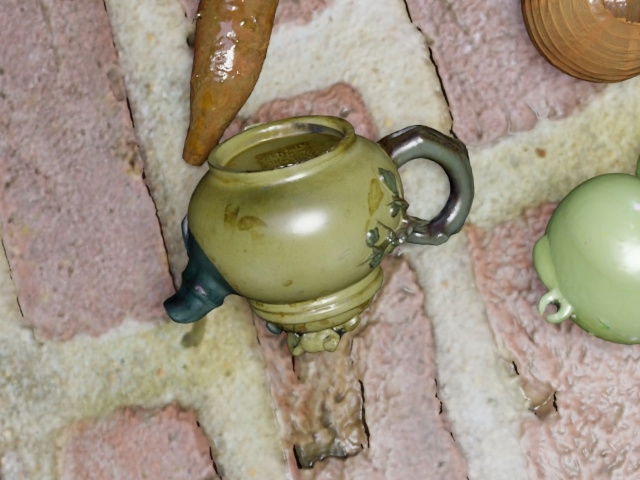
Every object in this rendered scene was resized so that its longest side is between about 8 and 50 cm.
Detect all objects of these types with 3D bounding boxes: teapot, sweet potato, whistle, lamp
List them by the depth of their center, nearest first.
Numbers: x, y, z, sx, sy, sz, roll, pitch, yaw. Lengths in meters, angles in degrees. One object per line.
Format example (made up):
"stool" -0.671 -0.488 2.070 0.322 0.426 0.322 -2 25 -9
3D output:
"whistle" 0.284 -0.015 1.147 0.294 0.141 0.141 -28 74 -24
"lamp" 0.224 -0.190 1.167 0.136 0.136 0.136 -2 81 14
"teapot" 0.000 0.000 1.196 0.269 0.173 0.183 -16 112 -9
"sweet potato" -0.068 -0.217 1.278 0.066 0.072 0.314 7 83 54
